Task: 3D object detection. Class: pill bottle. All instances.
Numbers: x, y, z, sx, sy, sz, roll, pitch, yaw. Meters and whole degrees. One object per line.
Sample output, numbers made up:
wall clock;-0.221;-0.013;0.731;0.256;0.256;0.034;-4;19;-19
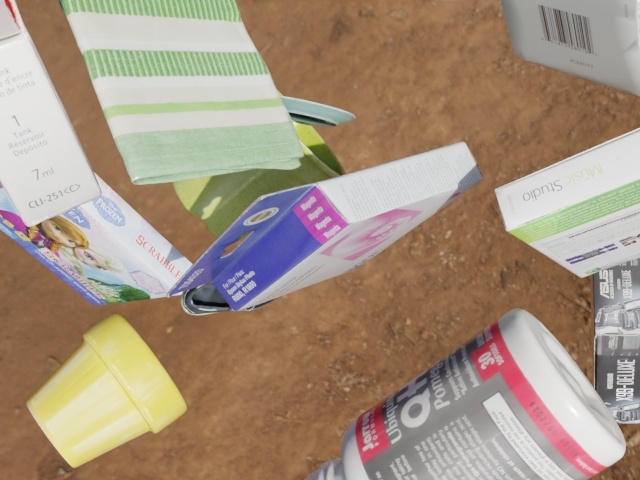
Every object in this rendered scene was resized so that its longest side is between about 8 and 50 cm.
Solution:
pill bottle;0.135;0.229;0.750;0.318;0.176;0.176;-39;47;16

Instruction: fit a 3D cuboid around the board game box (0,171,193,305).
board game box;-0.433;-0.009;1.283;0.318;0.319;0.066;-11;42;45

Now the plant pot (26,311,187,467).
plant pot;-0.436;0.313;1.420;0.239;0.254;0.254;-37;44;-20

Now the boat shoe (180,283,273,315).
boat shoe;-0.187;0.115;1.608;0.079;0.254;0.095;-18;78;64

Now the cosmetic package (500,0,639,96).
cosmetic package;0.400;-0.368;0.832;0.365;0.155;0.197;-46;48;-9

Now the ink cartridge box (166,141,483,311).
ink cartridge box;0.000;0.000;0.942;0.324;0.330;0.071;-39;75;53

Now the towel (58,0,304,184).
towel;-0.169;-0.218;0.827;0.038;0.248;0.325;-38;72;44

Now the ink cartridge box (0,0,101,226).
ink cartridge box;-0.272;-0.193;0.536;0.066;0.261;0.296;-25;43;-16

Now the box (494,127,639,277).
box;0.374;-0.042;0.847;0.232;0.322;0.058;-24;67;27

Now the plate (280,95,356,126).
plate;-0.028;-0.235;1.307;0.188;0.188;0.024;14;93;38

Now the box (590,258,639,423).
box;0.497;0.112;1.195;0.076;0.242;0.307;-1;46;20

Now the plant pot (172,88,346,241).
plant pot;-0.135;-0.140;1.359;0.254;0.276;0.276;-41;47;12
